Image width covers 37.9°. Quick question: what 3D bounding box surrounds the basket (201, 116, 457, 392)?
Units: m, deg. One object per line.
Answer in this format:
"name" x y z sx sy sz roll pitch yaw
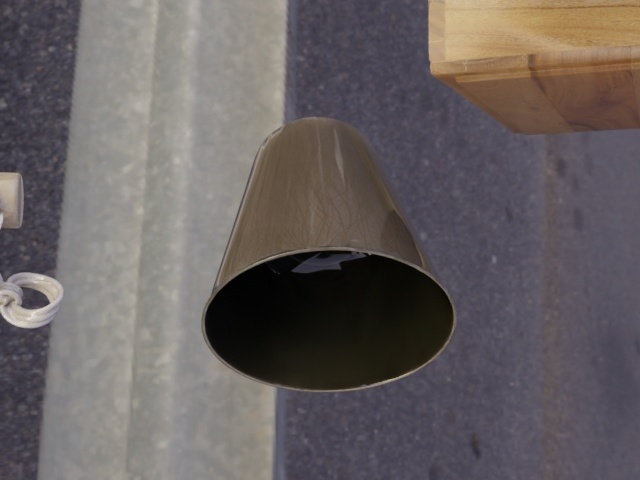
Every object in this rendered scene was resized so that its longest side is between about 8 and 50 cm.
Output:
"basket" 0.000 0.000 0.829 0.227 0.204 0.154 -97 -172 -53

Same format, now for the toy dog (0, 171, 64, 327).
"toy dog" -0.489 -0.022 1.245 0.220 0.334 0.161 -16 134 -22

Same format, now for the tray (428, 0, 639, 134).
"tray" 0.243 -0.153 0.835 0.411 0.202 0.076 -3 92 -70
